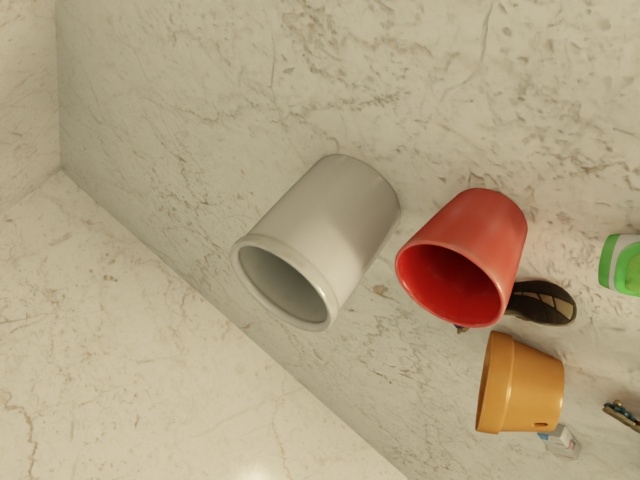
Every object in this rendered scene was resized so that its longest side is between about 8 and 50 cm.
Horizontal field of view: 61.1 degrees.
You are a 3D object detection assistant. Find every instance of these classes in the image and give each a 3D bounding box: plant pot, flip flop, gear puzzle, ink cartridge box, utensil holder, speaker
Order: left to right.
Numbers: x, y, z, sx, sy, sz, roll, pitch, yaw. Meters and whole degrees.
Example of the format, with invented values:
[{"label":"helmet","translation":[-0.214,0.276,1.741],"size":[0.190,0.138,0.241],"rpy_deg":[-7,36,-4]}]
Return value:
[{"label":"utensil holder","translation":[0.000,0.000,1.478],"size":[0.327,0.385,0.328],"rpy_deg":[29,148,20]},{"label":"plant pot","translation":[0.347,0.025,1.268],"size":[0.274,0.243,0.275],"rpy_deg":[29,148,20]},{"label":"plant pot","translation":[0.567,0.418,1.548],"size":[0.203,0.291,0.291],"rpy_deg":[9,141,15]},{"label":"flip flop","translation":[0.527,0.166,1.411],"size":[0.277,0.112,0.080],"rpy_deg":[-2,156,46]},{"label":"ink cartridge box","translation":[0.800,0.672,1.817],"size":[0.122,0.052,0.088],"rpy_deg":[51,148,-17]},{"label":"gear puzzle","translation":[0.920,0.528,1.429],"size":[0.338,0.044,0.175],"rpy_deg":[32,177,30]},{"label":"speaker","translation":[0.707,0.065,1.041],"size":[0.296,0.131,0.131],"rpy_deg":[12,140,39]}]

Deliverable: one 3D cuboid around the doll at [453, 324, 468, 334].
[{"label":"doll","translation":[0.379,0.203,1.665],"size":[0.189,0.046,0.129],"rpy_deg":[45,160,4]}]
